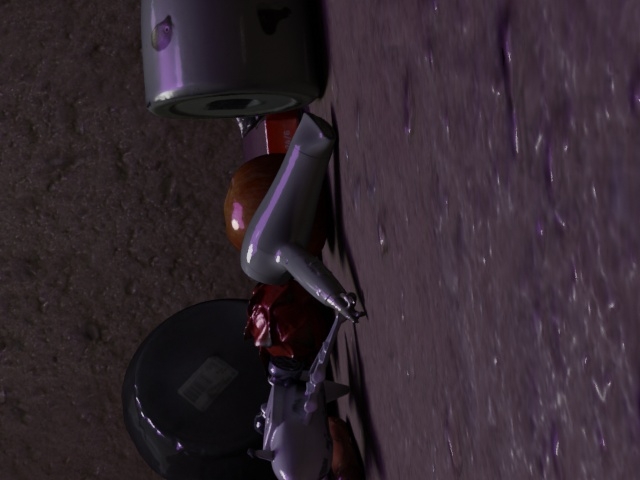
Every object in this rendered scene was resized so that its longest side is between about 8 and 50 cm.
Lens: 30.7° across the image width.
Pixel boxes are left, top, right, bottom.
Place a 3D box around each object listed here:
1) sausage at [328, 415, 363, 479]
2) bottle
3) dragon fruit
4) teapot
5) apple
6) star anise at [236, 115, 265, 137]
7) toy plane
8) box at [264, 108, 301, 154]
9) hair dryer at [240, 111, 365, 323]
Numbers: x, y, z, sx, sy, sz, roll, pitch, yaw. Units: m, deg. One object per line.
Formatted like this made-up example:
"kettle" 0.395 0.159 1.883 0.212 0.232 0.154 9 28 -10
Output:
"sausage" 0.026 0.262 1.464 0.158 0.036 0.042 -112 24 -71
"bottle" -0.112 -0.330 1.382 0.229 0.229 0.351 159 108 -84
"dragon fruit" -0.044 0.117 1.577 0.142 0.130 0.121 50 -178 -23
"teapot" -0.149 0.306 1.784 0.306 0.376 0.361 34 158 25
"apple" -0.057 -0.039 1.481 0.146 0.131 0.146 179 90 -86
"star anise" -0.122 -0.281 2.050 0.209 0.089 0.231 72 -168 -52
"toy plane" -0.027 0.210 1.347 0.255 0.101 0.251 -69 -5 -68
"box" -0.043 -0.069 1.639 0.123 0.050 0.229 -86 -8 -75
"hair dryer" 0.000 0.000 1.292 0.237 0.075 0.206 55 132 45
